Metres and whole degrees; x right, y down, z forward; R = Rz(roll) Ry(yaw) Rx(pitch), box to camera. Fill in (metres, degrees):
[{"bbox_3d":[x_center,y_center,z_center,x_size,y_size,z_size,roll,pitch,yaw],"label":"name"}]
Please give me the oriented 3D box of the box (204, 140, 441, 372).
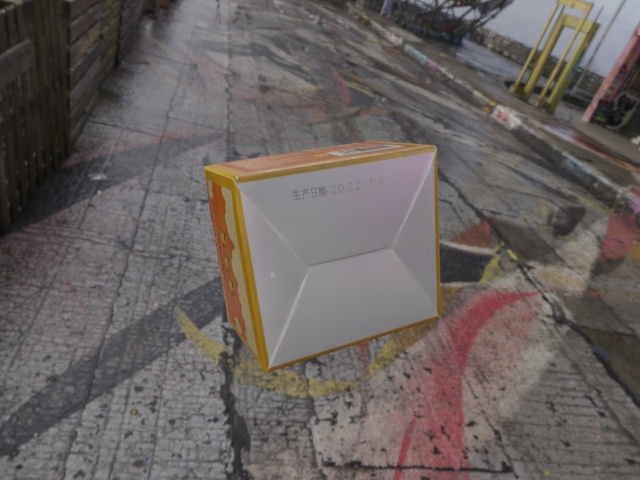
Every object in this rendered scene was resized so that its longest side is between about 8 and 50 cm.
[{"bbox_3d":[0.000,0.000,0.728,0.283,0.260,0.214,-12,18,-20],"label":"box"}]
